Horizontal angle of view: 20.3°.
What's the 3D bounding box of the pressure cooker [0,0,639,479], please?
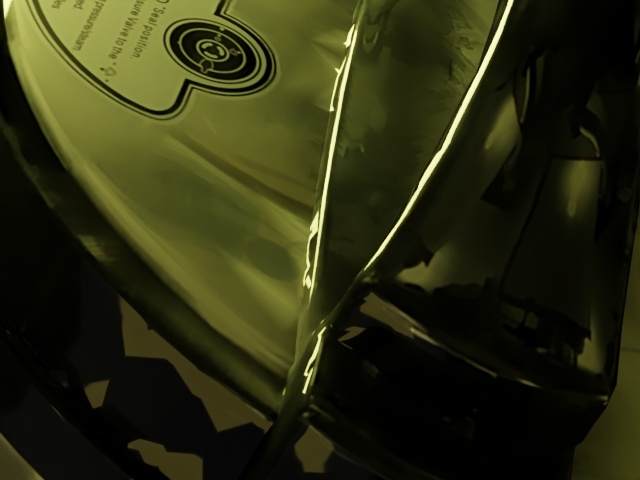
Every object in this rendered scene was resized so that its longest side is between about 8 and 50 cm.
[{"bbox_3d":[-0.003,0.051,0.648,0.370,0.375,0.420,56,132,30],"label":"pressure cooker"}]
